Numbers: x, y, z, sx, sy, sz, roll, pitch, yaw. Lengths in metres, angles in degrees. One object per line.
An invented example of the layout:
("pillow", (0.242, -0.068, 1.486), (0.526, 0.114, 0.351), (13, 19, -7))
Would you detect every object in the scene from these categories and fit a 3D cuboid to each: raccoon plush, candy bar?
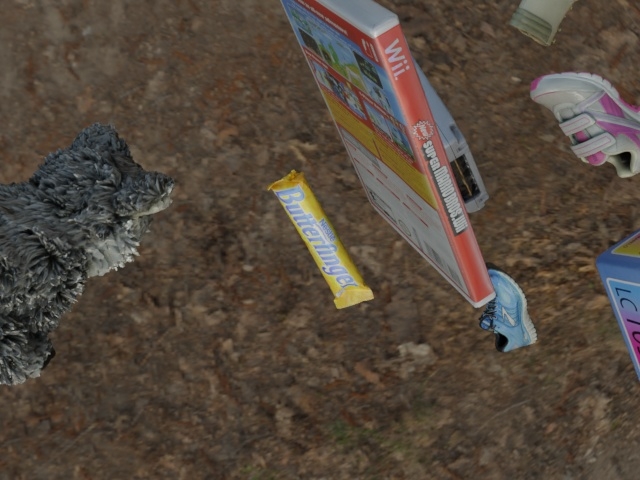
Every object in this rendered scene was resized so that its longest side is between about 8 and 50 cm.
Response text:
("raccoon plush", (-0.340, -0.007, 0.987), (0.216, 0.446, 0.299), (42, 95, 9))
("candy bar", (0.000, 0.000, 0.881), (0.040, 0.018, 0.161), (-20, 120, 19))

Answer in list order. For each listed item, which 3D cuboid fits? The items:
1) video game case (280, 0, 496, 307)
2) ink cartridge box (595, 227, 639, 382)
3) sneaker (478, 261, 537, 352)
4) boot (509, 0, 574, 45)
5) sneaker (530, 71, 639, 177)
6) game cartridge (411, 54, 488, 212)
("video game case", (0.052, -0.093, 0.777), (0.025, 0.285, 0.204), (-32, 39, -7))
("ink cartridge box", (0.422, 0.112, 0.663), (0.395, 0.151, 0.269), (10, 129, 63))
("sneaker", (0.271, 0.107, 1.383), (0.073, 0.063, 0.162), (-30, 116, -8))
("boot", (0.431, -0.423, 1.627), (0.077, 0.213, 0.165), (37, 112, 44))
("sneaker", (0.447, -0.186, 1.491), (0.252, 0.103, 0.111), (25, 75, -11))
("game cartridge", (0.180, -0.170, 1.444), (0.062, 0.297, 0.198), (-35, 66, 5))
